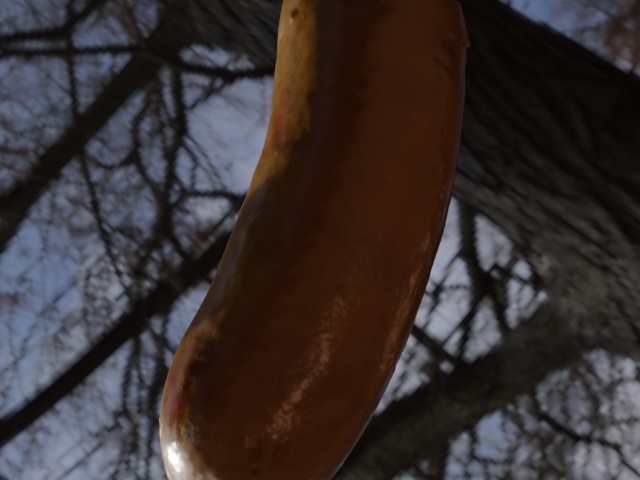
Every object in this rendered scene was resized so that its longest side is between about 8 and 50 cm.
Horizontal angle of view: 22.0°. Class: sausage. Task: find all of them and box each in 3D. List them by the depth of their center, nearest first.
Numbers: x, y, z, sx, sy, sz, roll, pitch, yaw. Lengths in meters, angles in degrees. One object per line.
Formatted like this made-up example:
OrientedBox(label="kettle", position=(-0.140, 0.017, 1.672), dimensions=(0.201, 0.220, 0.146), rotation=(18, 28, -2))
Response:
OrientedBox(label="sausage", position=(0.001, 0.001, 0.764), dimensions=(0.109, 0.109, 0.271), rotation=(38, -115, -49))
